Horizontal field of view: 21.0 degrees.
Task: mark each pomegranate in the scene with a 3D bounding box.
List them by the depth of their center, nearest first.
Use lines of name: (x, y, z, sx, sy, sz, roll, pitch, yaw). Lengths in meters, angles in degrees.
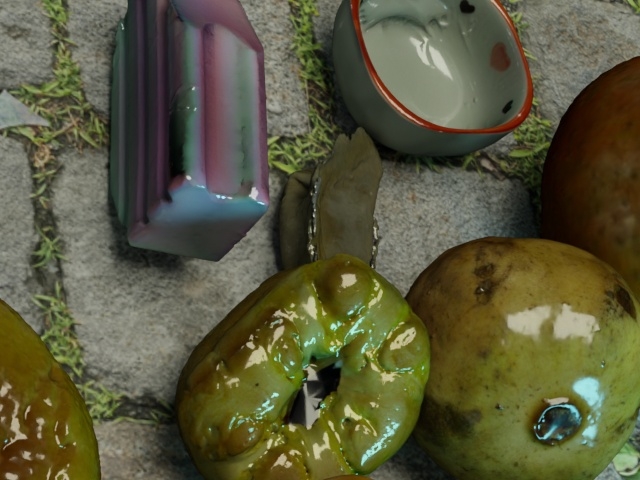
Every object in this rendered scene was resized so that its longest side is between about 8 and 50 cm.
pomegranate: (0.207, 0.132, 1.800, 0.281, 0.281, 0.281, 15, 57, -24)

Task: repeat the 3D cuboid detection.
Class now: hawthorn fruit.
hawthorn fruit: (0.460, -0.033, 1.951, 0.403, 0.403, 0.403, 15, 57, -24)

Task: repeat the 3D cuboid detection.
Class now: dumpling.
dumpling: (-0.002, 0.002, 1.863, 0.166, 0.086, 0.332, 44, 40, -46)

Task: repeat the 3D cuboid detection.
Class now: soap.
soap: (-0.140, -0.142, 1.794, 0.109, 0.193, 0.324, 12, 57, -27)

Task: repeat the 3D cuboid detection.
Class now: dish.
dish: (0.116, -0.200, 2.030, 0.256, 0.117, 0.256, 15, 56, -24)

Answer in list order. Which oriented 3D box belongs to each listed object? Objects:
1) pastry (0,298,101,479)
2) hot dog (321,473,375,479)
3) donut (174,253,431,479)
pastry: (-0.351, 0.182, 1.500, 0.356, 0.164, 0.356, 15, 54, -22)
hot dog: (-0.072, 0.322, 1.556, 0.349, 0.117, 0.158, -14, 83, -18)
donut: (-0.018, 0.145, 1.693, 0.261, 0.128, 0.208, -38, 105, -13)
